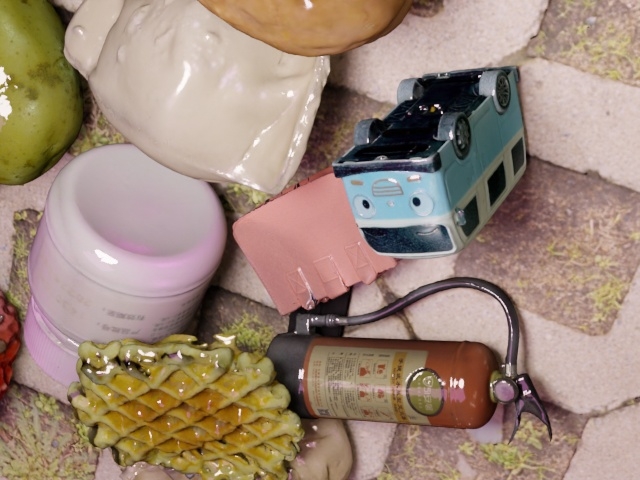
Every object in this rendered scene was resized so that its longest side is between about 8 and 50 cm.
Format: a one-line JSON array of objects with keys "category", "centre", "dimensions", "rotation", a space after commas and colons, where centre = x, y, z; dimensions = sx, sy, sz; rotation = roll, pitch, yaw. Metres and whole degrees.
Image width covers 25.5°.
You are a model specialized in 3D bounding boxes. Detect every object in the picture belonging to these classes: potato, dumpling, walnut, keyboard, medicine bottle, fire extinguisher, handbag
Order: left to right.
[{"category": "potato", "centre": [-0.421, -0.225, 1.871], "dimensions": [0.216, 0.216, 0.304], "rotation": [-17, 76, 34]}, {"category": "medicine bottle", "centre": [-0.275, 0.045, 1.910], "dimensions": [0.241, 0.241, 0.302], "rotation": [37, 135, 9]}, {"category": "dumpling", "centre": [-0.135, -0.240, 1.752], "dimensions": [0.395, 0.233, 0.315], "rotation": [30, 94, 30]}, {"category": "walnut", "centre": [-0.034, -0.370, 1.543], "dimensions": [0.344, 0.306, 0.306], "rotation": [29, 124, 13]}, {"category": "handbag", "centre": [0.000, 0.000, 1.826], "dimensions": [0.212, 0.059, 0.157], "rotation": [-26, 97, 38]}, {"category": "keyboard", "centre": [0.009, 0.040, 1.888], "dimensions": [0.087, 0.017, 0.250], "rotation": [22, 122, 20]}, {"category": "fire extinguisher", "centre": [0.112, 0.154, 1.818], "dimensions": [0.376, 0.113, 0.200], "rotation": [3, 114, 23]}]

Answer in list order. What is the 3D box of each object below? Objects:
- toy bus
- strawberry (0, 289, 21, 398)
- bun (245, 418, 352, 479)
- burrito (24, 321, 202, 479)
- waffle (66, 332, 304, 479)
[{"category": "toy bus", "centre": [0.135, -0.083, 1.601], "dimensions": [0.133, 0.271, 0.165], "rotation": [-2, 116, 30]}, {"category": "strawberry", "centre": [-0.589, 0.162, 2.218], "dimensions": [0.265, 0.149, 0.336], "rotation": [39, 137, -1]}, {"category": "bun", "centre": [-0.069, 0.309, 2.003], "dimensions": [0.210, 0.116, 0.237], "rotation": [33, 123, 11]}, {"category": "burrito", "centre": [-0.278, 0.231, 2.094], "dimensions": [0.175, 0.107, 0.347], "rotation": [-27, 101, 20]}, {"category": "waffle", "centre": [-0.175, 0.223, 1.865], "dimensions": [0.317, 0.073, 0.297], "rotation": [2, 139, 10]}]
